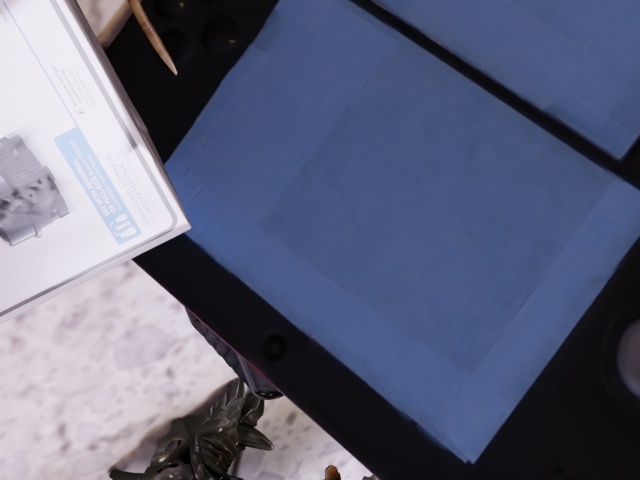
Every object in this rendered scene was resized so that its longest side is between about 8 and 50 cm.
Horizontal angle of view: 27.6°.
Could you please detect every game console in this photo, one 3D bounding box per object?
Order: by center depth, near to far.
[{"bbox_3d":[0.074,-0.071,0.625,0.342,0.386,0.060,-56,152,9],"label":"game console"}]

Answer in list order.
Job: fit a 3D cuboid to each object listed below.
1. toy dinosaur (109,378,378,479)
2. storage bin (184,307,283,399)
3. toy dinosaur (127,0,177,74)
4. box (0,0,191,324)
[{"bbox_3d":[-0.032,0.220,0.861,0.322,0.218,0.164,9,114,-42],"label":"toy dinosaur"},{"bbox_3d":[0.000,0.000,0.829,0.180,0.084,0.122,-32,134,-15],"label":"storage bin"},{"bbox_3d":[-0.084,-0.199,0.599,0.064,0.112,0.211,3,118,-41],"label":"toy dinosaur"},{"bbox_3d":[-0.226,-0.018,0.586,0.290,0.087,0.169,-26,134,-3],"label":"box"}]
